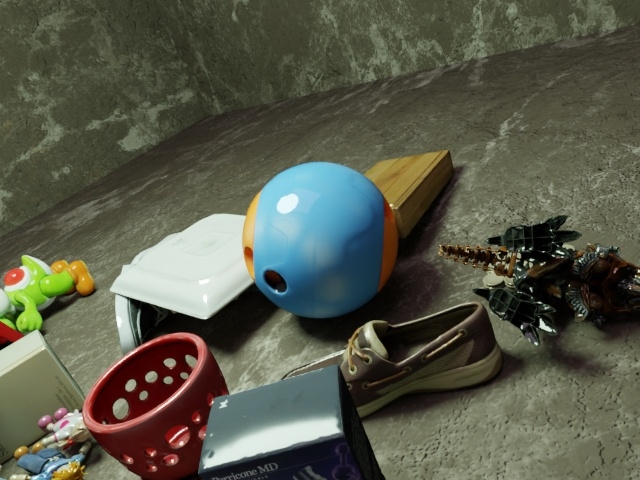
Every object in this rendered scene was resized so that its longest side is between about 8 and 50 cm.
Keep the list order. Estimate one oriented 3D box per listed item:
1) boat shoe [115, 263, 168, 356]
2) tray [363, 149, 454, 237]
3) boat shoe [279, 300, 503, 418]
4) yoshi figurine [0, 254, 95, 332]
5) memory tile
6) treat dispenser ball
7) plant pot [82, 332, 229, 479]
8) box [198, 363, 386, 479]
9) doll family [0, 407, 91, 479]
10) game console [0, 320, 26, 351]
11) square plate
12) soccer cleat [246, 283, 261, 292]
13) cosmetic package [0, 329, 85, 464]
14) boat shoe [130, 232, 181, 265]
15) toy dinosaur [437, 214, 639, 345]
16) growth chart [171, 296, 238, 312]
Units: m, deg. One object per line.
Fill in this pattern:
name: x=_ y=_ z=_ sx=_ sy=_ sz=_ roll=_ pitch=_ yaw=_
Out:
boat shoe: x=-0.404 y=0.149 z=1.243 sx=0.105 sy=0.113 sz=0.306 roll=-6 pitch=24 yaw=-12
tray: x=0.165 y=-0.114 z=1.294 sx=0.203 sy=0.076 sz=0.411 roll=-6 pitch=23 yaw=31
boat shoe: x=0.085 y=0.168 z=0.797 sx=0.342 sy=0.123 sz=0.123 roll=-15 pitch=26 yaw=13
yoshi figurine: x=-0.801 y=0.190 z=1.459 sx=0.203 sy=0.203 sz=0.362 roll=39 pitch=37 yaw=17
memory tile: x=0.365 y=0.047 z=0.950 sx=0.148 sy=0.012 sz=0.113 roll=-6 pitch=29 yaw=29
treat dispenser ball: x=0.000 y=0.000 z=1.005 sx=0.288 sy=0.288 sz=0.288 roll=-17 pitch=25 yaw=9
plant pot: x=-0.219 y=0.260 z=0.793 sx=0.191 sy=0.174 sz=0.191 roll=-17 pitch=25 yaw=8
box: x=-0.018 y=0.261 z=0.594 sx=0.153 sy=0.207 sz=0.108 roll=-18 pitch=25 yaw=7
doll family: x=-0.462 y=0.373 z=0.868 sx=0.163 sy=0.118 sz=0.263 roll=-5 pitch=11 yaw=44
game console: x=-0.858 y=0.259 z=1.150 sx=0.386 sy=0.342 sz=0.060 roll=-23 pitch=61 yaw=-4
square plate: x=-0.242 y=0.028 z=1.196 sx=0.344 sy=0.049 sz=0.347 roll=8 pitch=34 yaw=39
soccer cleat: x=-0.133 y=0.046 z=1.279 sx=0.121 sy=0.093 sz=0.289 roll=-5 pitch=20 yaw=-13
cosmetic package: x=-0.621 y=0.325 z=1.001 sx=0.309 sy=0.160 sz=0.113 roll=-35 pitch=29 yaw=-24
boat shoe: x=-0.421 y=0.046 z=1.472 sx=0.084 sy=0.095 sz=0.258 roll=-14 pitch=27 yaw=26
toy dinosaur: x=0.332 y=0.057 z=0.805 sx=0.322 sy=0.164 sz=0.218 roll=-12 pitch=-7 yaw=35
growth chart: x=-0.279 y=0.078 z=1.260 sx=0.172 sy=0.021 sz=0.237 roll=-18 pitch=40 yaw=-9
